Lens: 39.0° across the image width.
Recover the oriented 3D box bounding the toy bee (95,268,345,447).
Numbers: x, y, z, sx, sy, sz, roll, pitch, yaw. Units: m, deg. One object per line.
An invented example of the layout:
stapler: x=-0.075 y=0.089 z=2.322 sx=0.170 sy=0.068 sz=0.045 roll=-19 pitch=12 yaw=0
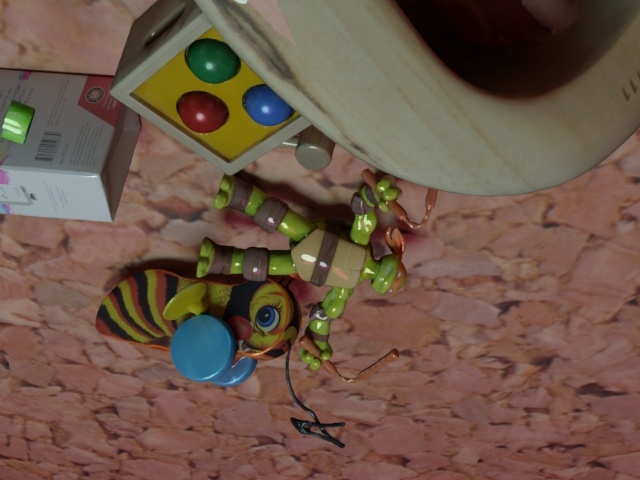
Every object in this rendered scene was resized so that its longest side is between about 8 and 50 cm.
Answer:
toy bee: x=-0.086 y=0.087 z=0.993 sx=0.298 sy=0.162 sz=0.195 roll=24 pitch=173 yaw=-3

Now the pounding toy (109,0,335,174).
pounding toy: x=-0.064 y=-0.105 z=0.747 sx=0.181 sy=0.094 sz=0.206 roll=-28 pitch=131 yaw=37

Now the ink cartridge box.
ink cartridge box: x=-0.269 y=-0.086 z=0.787 sx=0.198 sy=0.115 sz=0.067 roll=5 pitch=144 yaw=4

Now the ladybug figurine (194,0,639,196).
ladybug figurine: x=0.043 y=-0.214 z=0.473 sx=0.449 sy=0.305 sz=0.162 roll=48 pitch=172 yaw=-36

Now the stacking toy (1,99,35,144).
stacking toy: x=-0.321 y=-0.064 z=0.682 sx=0.167 sy=0.052 sz=0.221 roll=22 pitch=142 yaw=-20

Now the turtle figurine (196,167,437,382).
turtle figurine: x=0.000 y=0.000 z=0.879 sx=0.217 sy=0.087 sz=0.269 roll=18 pitch=116 yaw=-5
